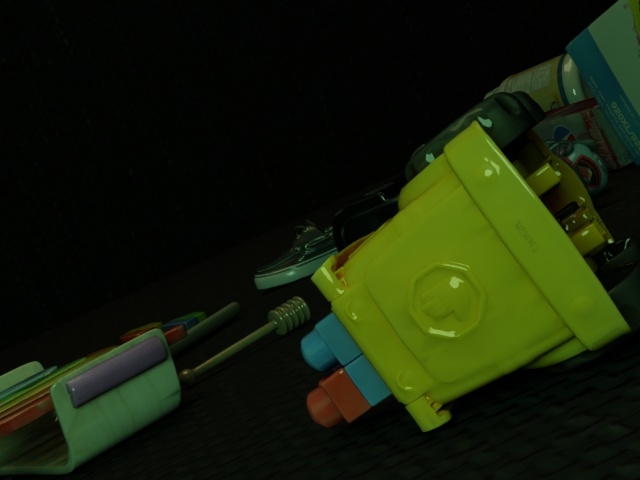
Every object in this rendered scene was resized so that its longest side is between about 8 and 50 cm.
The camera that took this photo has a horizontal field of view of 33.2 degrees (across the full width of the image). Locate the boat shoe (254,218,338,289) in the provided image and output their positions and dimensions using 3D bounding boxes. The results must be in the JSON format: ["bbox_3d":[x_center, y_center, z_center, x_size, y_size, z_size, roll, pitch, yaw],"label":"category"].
[{"bbox_3d":[0.000,0.000,1.583,0.228,0.076,0.080,-23,5,4],"label":"boat shoe"}]

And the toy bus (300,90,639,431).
[{"bbox_3d":[0.081,0.027,0.660,0.211,0.149,0.220,-39,-3,19],"label":"toy bus"}]

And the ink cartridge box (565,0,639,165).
[{"bbox_3d":[0.425,-0.220,1.160,0.171,0.168,0.232,-25,-8,-24],"label":"ink cartridge box"}]

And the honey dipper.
[{"bbox_3d":[-0.078,0.107,1.103,0.160,0.031,0.030,-31,8,-32],"label":"honey dipper"}]

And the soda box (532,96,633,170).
[{"bbox_3d":[0.338,-0.133,1.389,0.092,0.084,0.263,-26,6,-15],"label":"soda box"}]

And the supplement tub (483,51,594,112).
[{"bbox_3d":[0.394,-0.234,1.849,0.199,0.144,0.144,-19,6,44],"label":"supplement tub"}]

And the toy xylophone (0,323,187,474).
[{"bbox_3d":[-0.265,0.168,0.990,0.322,0.081,0.236,-19,7,44],"label":"toy xylophone"}]

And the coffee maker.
[{"bbox_3d":[0.089,-0.005,1.133,0.171,0.120,0.178,-48,-9,29],"label":"coffee maker"}]

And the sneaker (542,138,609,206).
[{"bbox_3d":[0.220,-0.063,1.076,0.125,0.104,0.262,-19,7,28],"label":"sneaker"}]

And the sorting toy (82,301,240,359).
[{"bbox_3d":[-0.230,0.138,1.406,0.208,0.038,0.193,-21,6,31],"label":"sorting toy"}]
